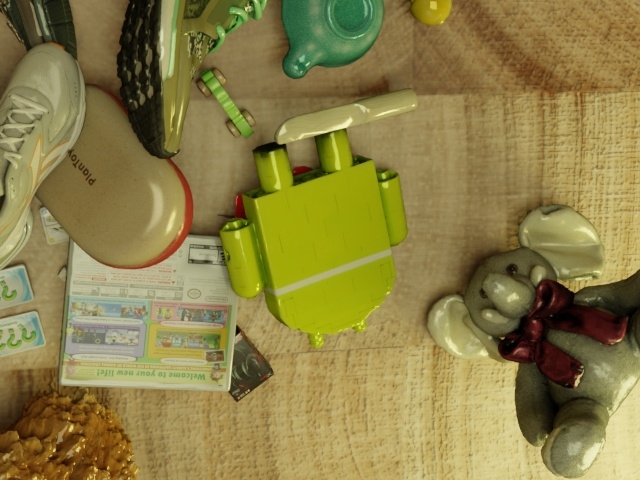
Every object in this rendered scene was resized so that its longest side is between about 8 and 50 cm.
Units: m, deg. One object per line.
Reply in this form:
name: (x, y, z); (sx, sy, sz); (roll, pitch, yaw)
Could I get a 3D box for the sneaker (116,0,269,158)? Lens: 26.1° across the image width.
sneaker: (-0.109, -0.285, 1.538); (0.182, 0.158, 0.410); (12, 83, -21)

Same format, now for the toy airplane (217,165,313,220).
toy airplane: (-0.053, -0.024, 1.728); (0.151, 0.028, 0.151); (-3, 104, -11)

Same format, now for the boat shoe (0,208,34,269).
boat shoe: (-0.475, 0.034, 1.604); (0.302, 0.094, 0.109); (-25, 107, 3)

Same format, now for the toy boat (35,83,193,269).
toy boat: (-0.236, -0.069, 1.623); (0.151, 0.151, 0.231); (-47, 68, 13)

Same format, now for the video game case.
video game case: (-0.206, 0.085, 1.680); (0.212, 0.023, 0.193); (4, 95, -17)

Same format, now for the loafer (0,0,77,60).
loafer: (-0.349, -0.310, 1.568); (0.084, 0.096, 0.268); (-12, 101, 12)

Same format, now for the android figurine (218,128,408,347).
android figurine: (0.000, 0.000, 1.703); (0.248, 0.056, 0.273); (-21, 111, -21)

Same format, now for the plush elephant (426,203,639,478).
plush elephant: (0.286, 0.101, 1.728); (0.255, 0.330, 0.272); (36, 94, 5)

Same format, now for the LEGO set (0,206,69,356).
LEGO set: (-0.309, 0.046, 1.681); (0.244, 0.060, 0.182); (-13, 111, -8)

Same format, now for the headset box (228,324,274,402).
headset box: (-0.109, 0.154, 1.763); (0.062, 0.032, 0.083); (-37, 110, 0)

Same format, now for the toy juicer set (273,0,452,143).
toy juicer set: (0.051, -0.268, 1.660); (0.209, 0.089, 0.329); (7, 95, -26)

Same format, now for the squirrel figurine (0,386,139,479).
squirrel figurine: (-0.315, 0.387, 1.666); (0.370, 0.281, 0.397); (-1, 108, -18)

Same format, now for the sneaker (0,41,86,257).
sneaker: (-0.337, -0.093, 1.506); (0.099, 0.121, 0.262); (23, 93, 1)

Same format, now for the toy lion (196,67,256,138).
toy lion: (-0.111, -0.163, 1.643); (0.034, 0.096, 0.100); (-36, 109, 0)
